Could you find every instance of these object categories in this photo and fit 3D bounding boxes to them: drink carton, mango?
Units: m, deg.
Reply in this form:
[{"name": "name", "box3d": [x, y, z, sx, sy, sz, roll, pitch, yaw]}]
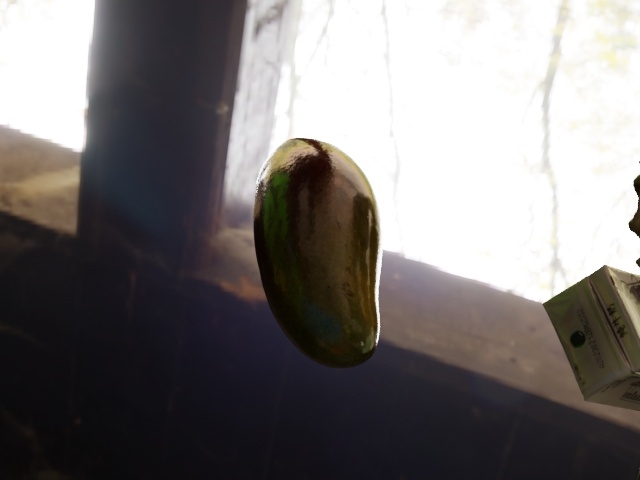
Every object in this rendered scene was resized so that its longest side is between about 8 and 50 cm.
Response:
[{"name": "drink carton", "box3d": [0.376, 0.122, 1.480, 0.222, 0.102, 0.134, 14, -131, -44]}, {"name": "mango", "box3d": [0.000, 0.000, 1.222, 0.133, 0.111, 0.267, -25, -126, 18]}]

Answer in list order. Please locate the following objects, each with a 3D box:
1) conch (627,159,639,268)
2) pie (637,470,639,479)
[{"name": "conch", "box3d": [0.417, -0.016, 1.313, 0.186, 0.263, 0.324, -7, -144, -6]}, {"name": "pie", "box3d": [0.338, 0.200, 0.866, 0.079, 0.277, 0.277, -7, -144, -37]}]
